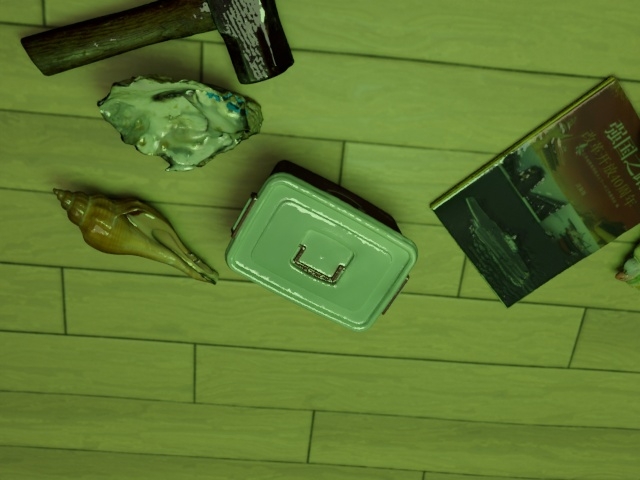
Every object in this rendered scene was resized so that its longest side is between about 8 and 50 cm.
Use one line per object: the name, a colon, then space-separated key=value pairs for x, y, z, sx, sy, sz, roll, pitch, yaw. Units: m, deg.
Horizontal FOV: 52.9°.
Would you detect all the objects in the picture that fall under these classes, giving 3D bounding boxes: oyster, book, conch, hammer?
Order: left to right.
conch: x=-0.315 y=-0.010 z=1.132 sx=0.330 sy=0.093 sz=0.109 roll=31 pitch=92 yaw=-34
hammer: x=-0.265 y=-0.327 z=0.991 sx=0.408 sy=0.095 sz=0.243 roll=-14 pitch=113 yaw=7
oyster: x=-0.222 y=-0.202 z=1.023 sx=0.214 sy=0.083 sz=0.223 roll=-20 pitch=148 yaw=14
book: x=0.419 y=-0.072 z=1.149 sx=0.374 sy=0.028 sz=0.262 roll=-36 pitch=109 yaw=13

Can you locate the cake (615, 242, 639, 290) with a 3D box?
cake: x=0.641 y=0.013 z=1.148 sx=0.109 sy=0.090 sz=0.225 roll=16 pitch=116 yaw=-29

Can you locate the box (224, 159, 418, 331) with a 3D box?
box: x=0.000 y=0.000 z=1.093 sx=0.294 sy=0.167 sz=0.193 roll=28 pitch=108 yaw=-12
